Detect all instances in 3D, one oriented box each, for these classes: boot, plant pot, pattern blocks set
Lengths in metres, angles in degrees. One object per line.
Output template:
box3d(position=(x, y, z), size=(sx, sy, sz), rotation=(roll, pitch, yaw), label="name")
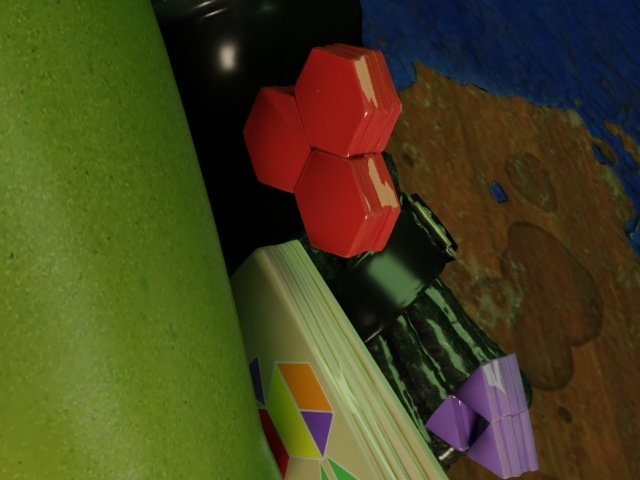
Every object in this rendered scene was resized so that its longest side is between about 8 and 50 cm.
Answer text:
box3d(position=(0.004, -0.002, 0.907), size=(0.348, 0.131, 0.260), rotation=(66, -1, -82), label="boot")
box3d(position=(-0.186, 0.015, 0.689), size=(0.366, 0.366, 0.353), rotation=(-34, 97, -53), label="plant pot")
box3d(position=(-0.021, 0.097, 0.782), size=(0.026, 0.325, 0.285), rotation=(-11, 73, -38), label="pattern blocks set")
